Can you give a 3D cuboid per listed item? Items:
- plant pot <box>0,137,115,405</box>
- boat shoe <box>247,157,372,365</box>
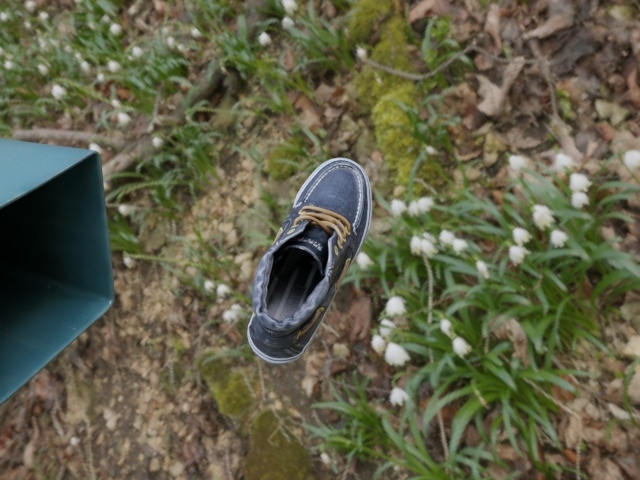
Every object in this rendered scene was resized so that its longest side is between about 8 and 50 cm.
[{"bbox_3d":[-0.333,0.003,0.639,0.165,0.234,0.166,-51,-30,-55],"label":"plant pot"},{"bbox_3d":[0.000,0.000,0.540,0.083,0.065,0.183,104,-174,-63],"label":"boat shoe"}]
